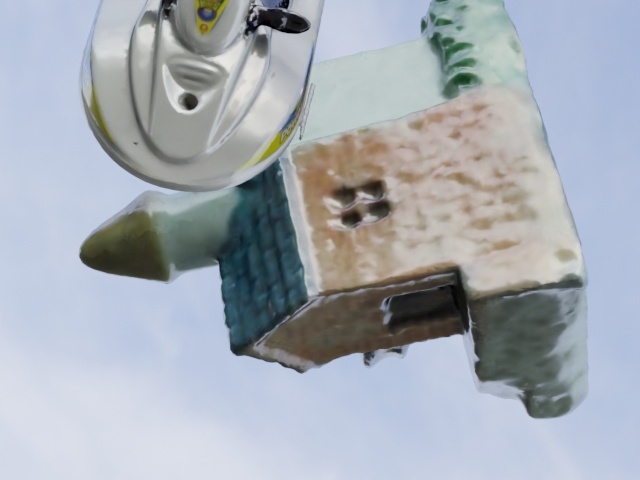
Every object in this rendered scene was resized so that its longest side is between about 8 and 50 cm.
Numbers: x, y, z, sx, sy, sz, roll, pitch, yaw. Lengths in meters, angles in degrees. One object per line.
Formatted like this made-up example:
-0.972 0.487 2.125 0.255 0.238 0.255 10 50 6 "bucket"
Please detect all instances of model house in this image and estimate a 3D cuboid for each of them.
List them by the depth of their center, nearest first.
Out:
0.000 0.000 1.269 0.325 0.267 0.194 -11 -36 -1 "model house"

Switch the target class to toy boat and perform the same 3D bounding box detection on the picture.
-0.060 -0.141 1.069 0.140 0.269 0.141 2 -58 3 "toy boat"
